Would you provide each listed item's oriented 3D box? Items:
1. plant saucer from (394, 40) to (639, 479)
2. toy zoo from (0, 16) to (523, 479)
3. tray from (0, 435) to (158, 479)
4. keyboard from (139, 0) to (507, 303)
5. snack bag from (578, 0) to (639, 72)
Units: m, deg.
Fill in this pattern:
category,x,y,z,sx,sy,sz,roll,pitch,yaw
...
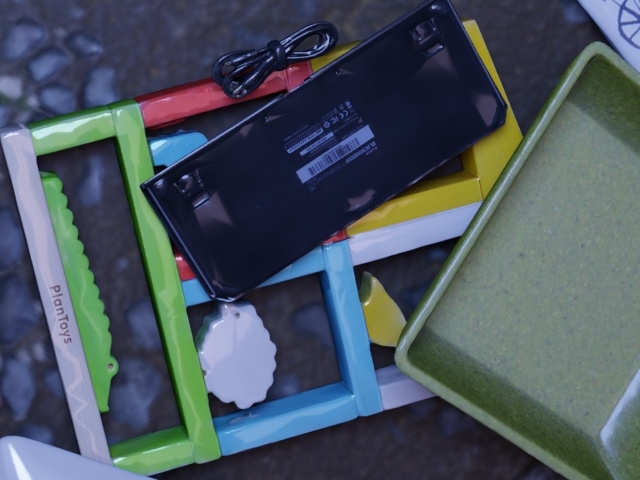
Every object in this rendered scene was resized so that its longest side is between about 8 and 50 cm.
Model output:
category,x,y,z,sx,sy,sz,roll,pitch,yaw
plant saucer,0.140,0.020,0.940,0.188,0.045,0.188,34,87,-30
toy zoo,0.000,0.000,0.941,0.293,0.030,0.192,-15,104,-11
tray,-0.145,0.240,0.935,0.145,0.030,0.270,20,102,-16
keyboard,-0.003,-0.058,0.901,0.180,0.023,0.108,-34,113,-7
snack bag,0.255,-0.239,0.955,0.342,0.037,0.323,-42,107,-4
